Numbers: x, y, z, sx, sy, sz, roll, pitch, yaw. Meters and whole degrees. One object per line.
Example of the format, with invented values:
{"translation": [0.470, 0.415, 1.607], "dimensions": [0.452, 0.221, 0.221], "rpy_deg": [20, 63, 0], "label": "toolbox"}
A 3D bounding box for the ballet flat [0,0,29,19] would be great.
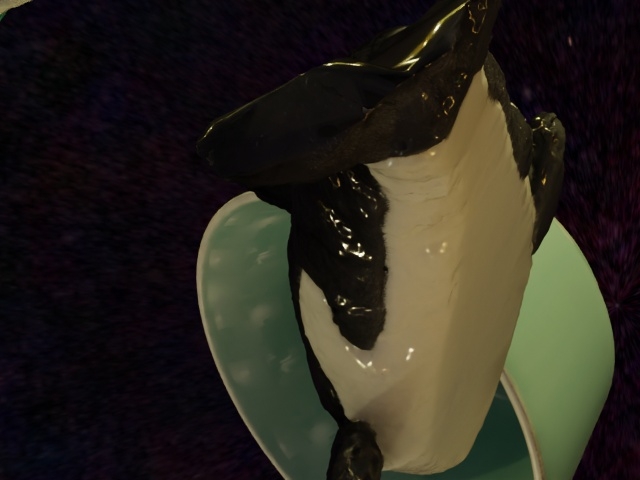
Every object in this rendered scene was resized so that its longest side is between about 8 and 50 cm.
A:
{"translation": [-0.219, -0.203, 1.091], "dimensions": [0.400, 0.139, 0.139], "rpy_deg": [-18, 85, 24], "label": "ballet flat"}

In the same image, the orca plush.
{"translation": [0.000, 0.000, 0.524], "dimensions": [0.102, 0.287, 0.151], "rpy_deg": [24, 86, 16], "label": "orca plush"}

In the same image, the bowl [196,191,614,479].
{"translation": [0.077, 0.066, 1.149], "dimensions": [0.163, 0.311, 0.311], "rpy_deg": [-36, 80, -33], "label": "bowl"}
